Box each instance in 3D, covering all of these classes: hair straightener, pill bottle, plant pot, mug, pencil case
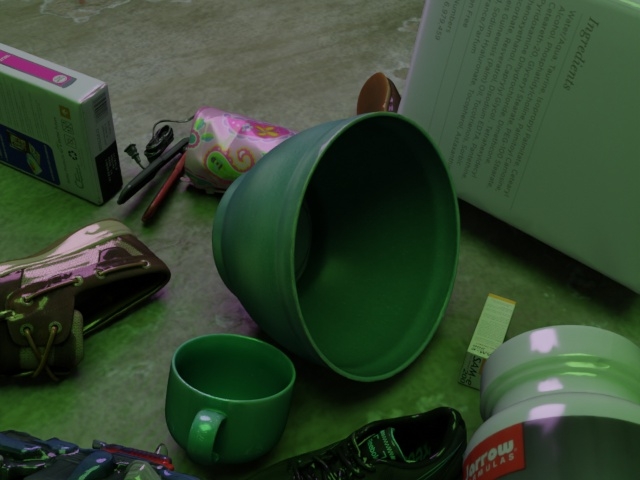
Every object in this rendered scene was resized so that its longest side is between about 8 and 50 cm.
[{"bbox_3d":[-0.233,-0.126,1.187,0.089,0.047,0.230,34,46,-9],"label":"hair straightener"},{"bbox_3d":[0.228,0.267,0.721,0.210,0.210,0.362,7,44,3],"label":"pill bottle"},{"bbox_3d":[0.000,0.000,0.958,0.196,0.293,0.293,6,37,42],"label":"plant pot"},{"bbox_3d":[-0.106,0.174,0.853,0.129,0.097,0.158,29,28,35],"label":"mug"},{"bbox_3d":[-0.052,-0.099,1.147,0.284,0.124,0.124,15,46,13],"label":"pencil case"}]

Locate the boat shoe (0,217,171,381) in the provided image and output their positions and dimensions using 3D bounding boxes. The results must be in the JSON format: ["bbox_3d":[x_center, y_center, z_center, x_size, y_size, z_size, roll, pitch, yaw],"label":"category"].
[{"bbox_3d":[-0.313,0.093,0.929,0.123,0.123,0.342,35,41,20],"label":"boat shoe"}]

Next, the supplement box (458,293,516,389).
[{"bbox_3d":[0.197,0.120,0.973,0.036,0.062,0.098,19,46,14],"label":"supplement box"}]

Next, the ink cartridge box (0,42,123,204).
[{"bbox_3d":[-0.453,-0.191,1.167,0.371,0.175,0.069,21,47,17],"label":"ink cartridge box"}]

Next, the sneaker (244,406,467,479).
[{"bbox_3d":[0.025,0.228,0.823,0.268,0.106,0.101,-15,49,-16],"label":"sneaker"}]

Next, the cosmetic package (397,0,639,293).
[{"bbox_3d":[0.361,-0.207,1.091,0.394,0.327,0.329,32,39,25],"label":"cosmetic package"}]

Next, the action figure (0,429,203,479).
[{"bbox_3d":[-0.256,0.276,0.712,0.341,0.178,0.330,10,22,28],"label":"action figure"}]

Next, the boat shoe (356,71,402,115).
[{"bbox_3d":[0.105,-0.177,1.273,0.073,0.073,0.207,29,40,-29],"label":"boat shoe"}]
